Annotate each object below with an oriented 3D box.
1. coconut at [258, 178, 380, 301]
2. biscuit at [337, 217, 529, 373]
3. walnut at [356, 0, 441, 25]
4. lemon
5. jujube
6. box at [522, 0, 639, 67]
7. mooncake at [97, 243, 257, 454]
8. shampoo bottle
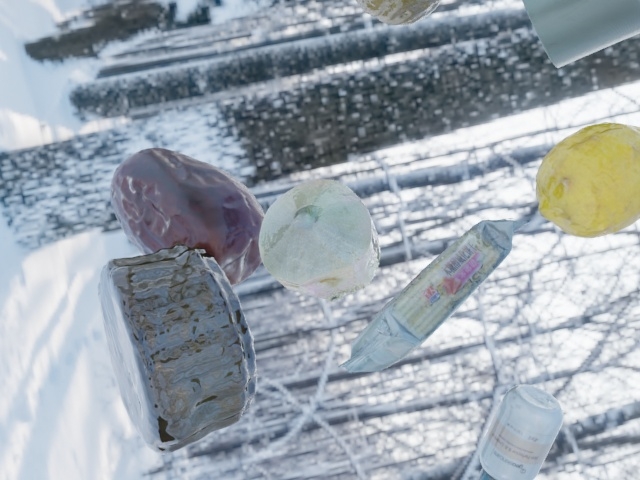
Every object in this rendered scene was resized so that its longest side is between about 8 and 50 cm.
[{"bbox_3d":[0.000,0.000,0.976,0.122,0.116,0.116,51,22,-66],"label":"coconut"},{"bbox_3d":[0.164,0.082,1.422,0.079,0.309,0.186,47,-31,2],"label":"biscuit"},{"bbox_3d":[0.138,-0.452,1.524,0.245,0.198,0.198,-52,-140,36],"label":"walnut"},{"bbox_3d":[0.296,-0.066,1.016,0.114,0.155,0.114,58,-6,10],"label":"lemon"},{"bbox_3d":[-0.241,-0.043,1.779,0.318,0.223,0.223,35,-31,26],"label":"jujube"},{"bbox_3d":[0.351,-0.368,1.325,0.226,0.149,0.226,51,27,-39],"label":"box"},{"bbox_3d":[-0.232,0.166,1.560,0.324,0.187,0.324,46,-36,48],"label":"mooncake"},{"bbox_3d":[0.220,0.264,1.152,0.074,0.074,0.192,-116,-137,-61],"label":"shampoo bottle"}]
